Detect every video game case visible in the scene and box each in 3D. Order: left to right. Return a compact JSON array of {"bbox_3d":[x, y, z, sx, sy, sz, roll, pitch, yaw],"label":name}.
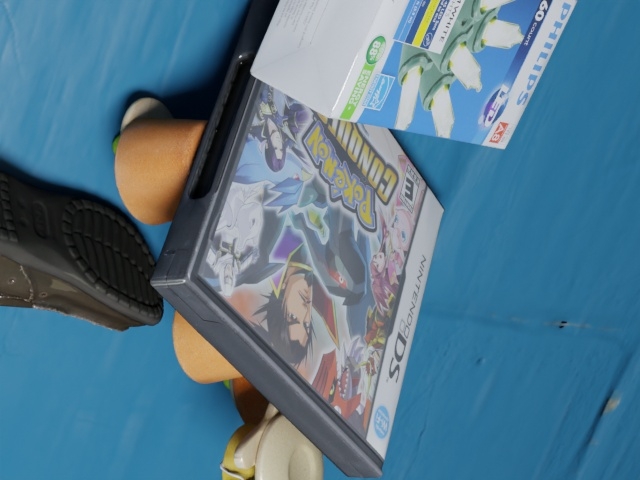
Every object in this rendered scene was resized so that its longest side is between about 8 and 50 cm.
[{"bbox_3d":[0.000,0.000,0.946,0.275,0.035,0.248,51,46,-43],"label":"video game case"}]

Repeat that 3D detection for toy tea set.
[{"bbox_3d":[-0.072,0.045,0.980,0.200,0.124,0.336,-41,121,-54],"label":"toy tea set"}]

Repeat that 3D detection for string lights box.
[{"bbox_3d":[0.075,-0.148,0.931,0.259,0.077,0.133,2,117,-56],"label":"string lights box"}]

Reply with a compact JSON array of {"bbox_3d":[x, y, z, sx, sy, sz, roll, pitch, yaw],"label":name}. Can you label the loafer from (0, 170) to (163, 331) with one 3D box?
[{"bbox_3d":[-0.199,0.010,0.904,0.078,0.080,0.220,-30,140,28],"label":"loafer"}]
